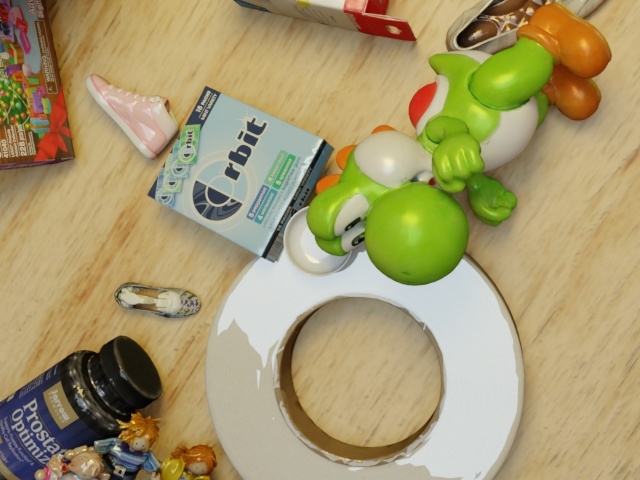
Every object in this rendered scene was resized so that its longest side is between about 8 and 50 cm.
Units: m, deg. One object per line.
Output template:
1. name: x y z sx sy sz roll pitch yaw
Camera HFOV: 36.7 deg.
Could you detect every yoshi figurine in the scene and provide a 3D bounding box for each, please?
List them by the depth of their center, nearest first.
1. yoshi figurine: 0.163 -0.078 1.043 0.362 0.203 0.203 -37 110 -4

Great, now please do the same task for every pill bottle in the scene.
1. pill bottle: -0.314 0.215 1.217 0.219 0.123 0.123 -34 85 11

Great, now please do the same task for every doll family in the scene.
1. doll family: -0.223 0.293 1.184 0.263 0.118 0.163 25 117 -24

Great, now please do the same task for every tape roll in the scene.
1. tape roll: 0.051 0.164 1.169 0.392 0.072 0.392 0 92 11

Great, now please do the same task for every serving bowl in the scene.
1. serving bowl: 0.000 0.000 1.123 0.083 0.027 0.083 0 91 12

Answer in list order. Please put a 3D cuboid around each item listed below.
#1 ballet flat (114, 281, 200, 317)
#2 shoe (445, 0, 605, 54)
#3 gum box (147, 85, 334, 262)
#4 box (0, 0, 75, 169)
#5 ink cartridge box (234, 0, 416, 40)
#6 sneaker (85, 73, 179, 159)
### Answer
1. ballet flat: -0.212 0.078 1.233 0.114 0.041 0.041 8 94 11
2. shoe: 0.247 -0.271 1.117 0.219 0.058 0.076 -27 86 11
3. gum box: -0.099 -0.082 1.167 0.184 0.041 0.157 27 88 25
4. box: -0.423 -0.230 1.177 0.057 0.201 0.293 -8 94 43
5. ink cartridge box: 0.004 -0.300 1.127 0.231 0.134 0.078 14 94 10
6. sneaker: -0.233 -0.173 1.223 0.070 0.051 0.134 -42 87 8
